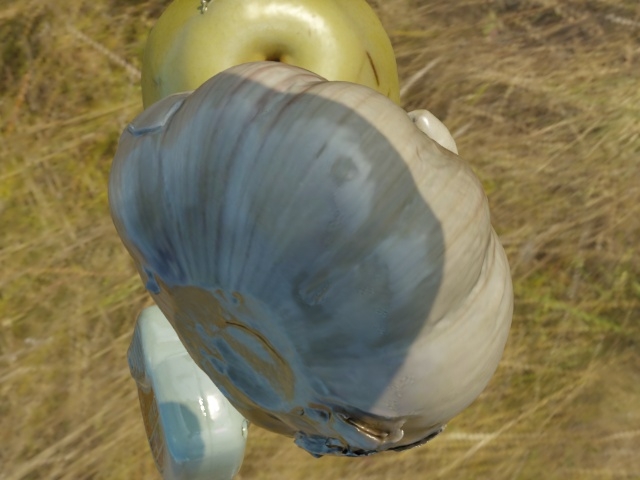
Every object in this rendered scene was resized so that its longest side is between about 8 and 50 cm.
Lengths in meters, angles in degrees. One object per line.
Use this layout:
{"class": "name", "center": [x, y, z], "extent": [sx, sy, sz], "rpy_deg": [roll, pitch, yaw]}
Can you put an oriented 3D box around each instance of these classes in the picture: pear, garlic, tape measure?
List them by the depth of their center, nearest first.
{"class": "garlic", "center": [-0.011, 0.009, 0.966], "extent": [0.322, 0.241, 0.322], "rpy_deg": [9, 118, 17]}
{"class": "pear", "center": [-0.056, -0.169, 1.470], "extent": [0.309, 0.309, 0.309], "rpy_deg": [12, 114, 29]}
{"class": "tape measure", "center": [-0.165, 0.192, 1.654], "extent": [0.243, 0.125, 0.246], "rpy_deg": [118, 136, -69]}
